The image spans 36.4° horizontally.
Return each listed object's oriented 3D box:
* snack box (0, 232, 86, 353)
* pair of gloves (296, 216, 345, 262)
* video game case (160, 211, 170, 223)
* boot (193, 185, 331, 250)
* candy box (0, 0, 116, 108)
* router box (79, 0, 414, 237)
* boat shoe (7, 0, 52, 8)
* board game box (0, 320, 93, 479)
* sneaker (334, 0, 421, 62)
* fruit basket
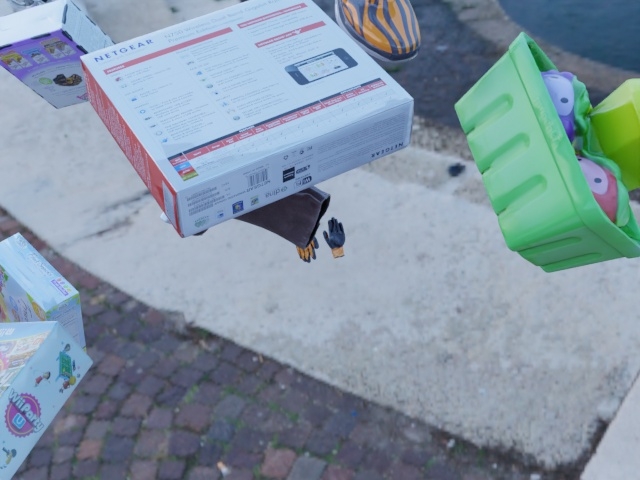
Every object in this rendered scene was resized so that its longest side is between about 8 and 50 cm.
[{"bbox_3d":[-0.474,0.116,1.641,0.070,0.207,0.174,-34,61,-31],"label":"snack box"},{"bbox_3d":[0.000,0.000,1.605,0.083,0.074,0.010,-11,23,-3],"label":"pair of gloves"},{"bbox_3d":[-0.237,-0.106,2.012,0.022,0.173,0.190,34,92,20],"label":"video game case"},{"bbox_3d":[-0.109,-0.043,1.480,0.207,0.248,0.090,37,46,8],"label":"boot"},{"bbox_3d":[-0.446,-0.317,1.678,0.165,0.196,0.070,-9,63,23],"label":"candy box"},{"bbox_3d":[-0.098,-0.183,1.276,0.335,0.082,0.301,-23,52,-20],"label":"router box"},{"bbox_3d":[-0.542,-0.495,1.838,0.367,0.156,0.136,-26,-5,-44],"label":"boat shoe"},{"bbox_3d":[-0.493,0.256,1.362,0.224,0.097,0.303,-5,40,36],"label":"board game box"},{"bbox_3d":[0.082,-0.455,1.594,0.125,0.180,0.321,-20,69,-20],"label":"sneaker"},{"bbox_3d":[0.452,-0.160,1.570,0.392,0.283,0.392,-12,67,32],"label":"fruit basket"}]
